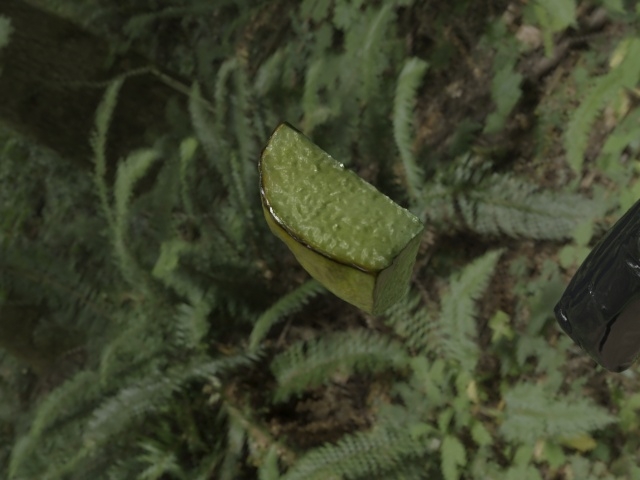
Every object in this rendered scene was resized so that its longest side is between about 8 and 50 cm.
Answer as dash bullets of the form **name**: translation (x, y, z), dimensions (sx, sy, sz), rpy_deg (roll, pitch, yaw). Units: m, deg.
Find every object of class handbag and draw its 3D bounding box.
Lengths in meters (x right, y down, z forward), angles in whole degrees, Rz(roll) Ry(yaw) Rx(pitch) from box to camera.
- **handbag**: translation (0.259, -0.055, 0.616), dimensions (0.275, 0.088, 0.244), rpy_deg (-41, -17, -21)

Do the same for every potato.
- **potato**: translation (0.000, 0.000, 0.869), dimensions (0.081, 0.149, 0.120), rpy_deg (-43, -20, -25)
